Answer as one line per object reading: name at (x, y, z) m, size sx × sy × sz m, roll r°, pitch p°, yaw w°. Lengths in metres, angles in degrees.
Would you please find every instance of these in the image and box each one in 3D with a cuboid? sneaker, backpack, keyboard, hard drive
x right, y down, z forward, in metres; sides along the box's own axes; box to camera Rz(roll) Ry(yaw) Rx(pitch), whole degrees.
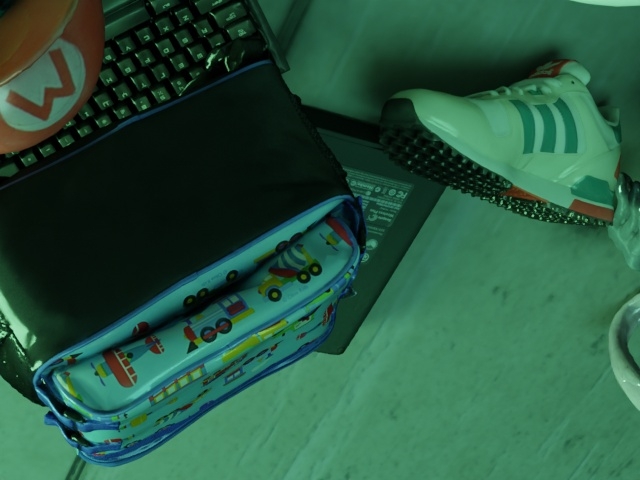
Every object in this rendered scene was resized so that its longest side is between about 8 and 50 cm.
sneaker at (0.093, -0.059, 0.588) m, size 0.161 × 0.057 × 0.075 m, roll 19°, pitch 83°, yaw -39°
backpack at (-0.069, 0.020, 0.515) m, size 0.158 × 0.117 × 0.173 m, roll -29°, pitch 166°, yaw -19°
keyboard at (-0.102, -0.053, 0.542) m, size 0.180 × 0.023 × 0.108 m, roll -26°, pitch 133°, yaw 2°
hard drive at (0.000, 0.000, 0.625) m, size 0.094 × 0.022 × 0.135 m, roll 12°, pitch 122°, yaw -29°

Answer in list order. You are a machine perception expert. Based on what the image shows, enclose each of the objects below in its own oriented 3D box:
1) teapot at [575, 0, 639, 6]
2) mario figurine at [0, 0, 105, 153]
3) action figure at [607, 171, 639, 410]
teapot at (0.212, -0.177, 0.449) m, size 0.252 × 0.187 × 0.256 m, roll 18°, pitch 120°, yaw -32°
mario figurine at (-0.164, -0.146, 0.336) m, size 0.198 × 0.170 × 0.320 m, roll -15°, pitch 131°, yaw 26°
action figure at (0.359, -0.006, 0.607) m, size 0.370 × 0.248 × 0.275 m, roll -10°, pitch 132°, yaw -9°
